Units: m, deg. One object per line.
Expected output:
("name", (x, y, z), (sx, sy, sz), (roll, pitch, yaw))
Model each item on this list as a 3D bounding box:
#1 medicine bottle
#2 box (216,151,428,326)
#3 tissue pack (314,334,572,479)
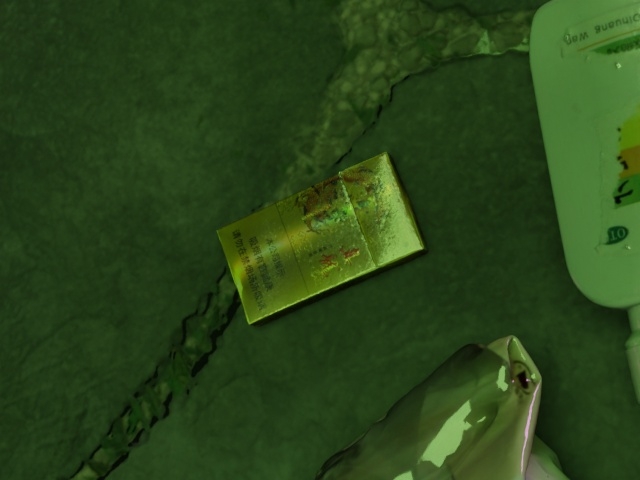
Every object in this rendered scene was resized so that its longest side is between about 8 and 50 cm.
("medicine bottle", (0.247, -0.038, 0.955), (0.161, 0.111, 0.296), (-13, 79, 27))
("box", (0.000, 0.000, 1.080), (0.156, 0.022, 0.089), (-23, 76, 14))
("tissue pack", (0.072, 0.310, 0.919), (0.390, 0.195, 0.375), (-39, 65, 10))
